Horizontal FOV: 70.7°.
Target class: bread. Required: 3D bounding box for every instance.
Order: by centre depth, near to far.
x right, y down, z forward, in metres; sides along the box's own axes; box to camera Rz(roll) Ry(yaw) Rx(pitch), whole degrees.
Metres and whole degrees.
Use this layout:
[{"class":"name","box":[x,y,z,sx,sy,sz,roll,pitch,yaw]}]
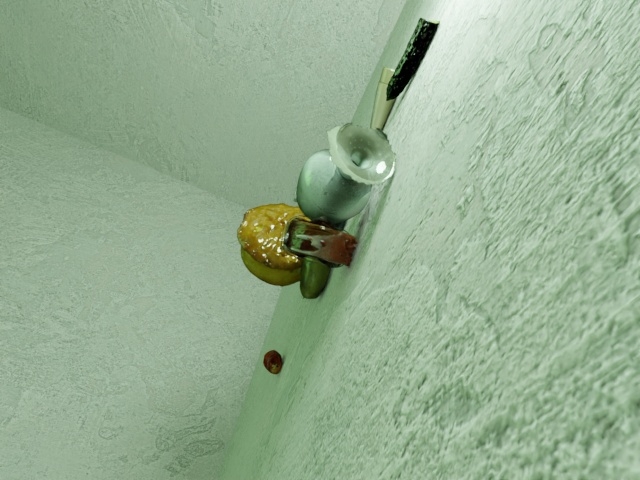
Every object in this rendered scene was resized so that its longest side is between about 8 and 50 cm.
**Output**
[{"class":"bread","box":[0.000,0.000,1.339,0.212,0.224,0.143,8,81,69]},{"class":"bread","box":[-0.156,0.005,1.845,0.398,0.397,0.215,-75,-1,-49]}]

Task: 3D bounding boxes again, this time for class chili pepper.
[{"class":"chili pepper","box":[-0.210,0.525,1.968,0.086,0.084,0.192,-52,7,-13]}]

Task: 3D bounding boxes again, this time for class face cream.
[{"class":"face cream","box":[0.233,-0.491,1.758,0.137,0.084,0.342,-76,2,-66]}]

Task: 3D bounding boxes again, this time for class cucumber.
[{"class":"cucumber","box":[0.302,-0.602,1.525,0.072,0.072,0.300,-76,10,-55]}]

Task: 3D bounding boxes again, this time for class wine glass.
[{"class":"wine glass","box":[0.058,-0.182,1.327,0.323,0.237,0.238,-46,22,56]}]

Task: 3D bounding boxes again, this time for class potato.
[{"class":"potato","box":[-0.018,0.096,1.638,0.149,0.113,0.252,130,161,-76]}]

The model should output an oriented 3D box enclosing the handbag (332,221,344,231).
[{"class":"handbag","box":[0.079,-0.142,1.823,0.332,0.074,0.192,-78,12,-55]}]
